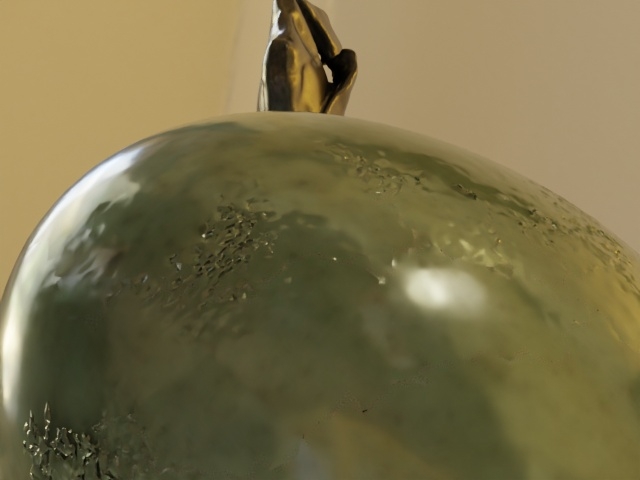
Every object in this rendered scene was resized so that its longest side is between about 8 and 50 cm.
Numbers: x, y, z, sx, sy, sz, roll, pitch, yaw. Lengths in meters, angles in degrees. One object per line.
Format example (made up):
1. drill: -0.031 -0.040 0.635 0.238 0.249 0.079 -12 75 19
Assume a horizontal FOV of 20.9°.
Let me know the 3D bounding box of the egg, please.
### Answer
1. egg: 0.024 0.070 0.418 0.169 0.236 0.169 -45 -164 16

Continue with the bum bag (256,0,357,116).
1. bum bag: 0.000 0.000 0.686 0.049 0.087 0.197 -3 -82 9
